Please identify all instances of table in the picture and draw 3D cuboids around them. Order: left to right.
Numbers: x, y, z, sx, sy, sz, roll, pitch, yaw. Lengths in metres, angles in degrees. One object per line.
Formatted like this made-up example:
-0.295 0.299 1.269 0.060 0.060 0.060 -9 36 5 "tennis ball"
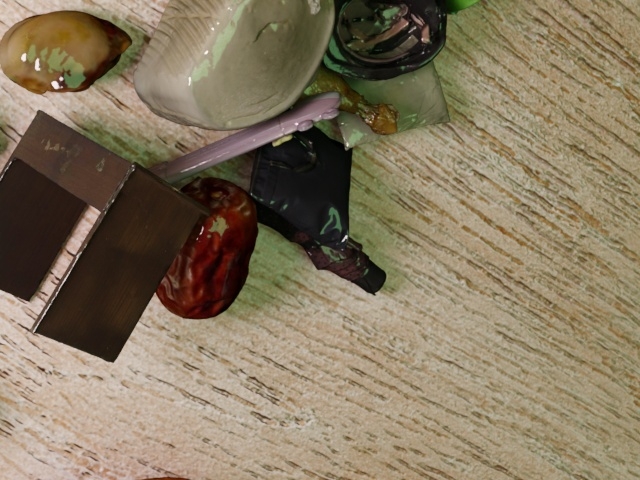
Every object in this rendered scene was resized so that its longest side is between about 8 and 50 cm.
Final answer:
-0.371 -0.004 1.627 0.282 0.250 0.196 -60 146 -4 "table"

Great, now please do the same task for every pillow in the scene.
0.122 -0.260 1.956 0.229 0.050 0.148 -18 79 -19 "pillow"

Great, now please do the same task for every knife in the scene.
-0.144 -0.153 1.769 0.398 0.132 0.038 -22 113 4 "knife"

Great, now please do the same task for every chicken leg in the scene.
0.027 -0.256 1.866 0.251 0.087 0.107 24 69 -8 "chicken leg"

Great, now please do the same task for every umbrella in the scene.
0.000 0.000 1.932 0.326 0.094 0.090 37 96 -26 "umbrella"

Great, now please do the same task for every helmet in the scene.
0.099 -0.389 1.882 0.253 0.154 0.198 -8 110 -10 "helmet"

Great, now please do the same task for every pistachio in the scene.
-0.397 -0.293 1.667 0.210 0.130 0.165 -21 68 -22 "pistachio"

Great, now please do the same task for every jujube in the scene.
-0.199 0.018 1.768 0.183 0.183 0.243 -5 130 -26 "jujube"

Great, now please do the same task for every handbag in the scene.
-0.031 -0.123 1.847 0.211 0.088 0.254 30 44 -26 "handbag"

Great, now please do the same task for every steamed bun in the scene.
-0.118 -0.348 1.728 0.236 0.247 0.383 26 88 -42 "steamed bun"

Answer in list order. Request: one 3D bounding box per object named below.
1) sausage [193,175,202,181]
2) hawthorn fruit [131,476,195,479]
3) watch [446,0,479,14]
-0.177 -0.070 1.867 0.116 0.026 0.026 38 81 -28 "sausage"
-0.309 0.594 1.688 0.471 0.472 0.472 -5 101 -26 "hawthorn fruit"
0.270 -0.499 1.947 0.165 0.152 0.131 -41 111 -13 "watch"
